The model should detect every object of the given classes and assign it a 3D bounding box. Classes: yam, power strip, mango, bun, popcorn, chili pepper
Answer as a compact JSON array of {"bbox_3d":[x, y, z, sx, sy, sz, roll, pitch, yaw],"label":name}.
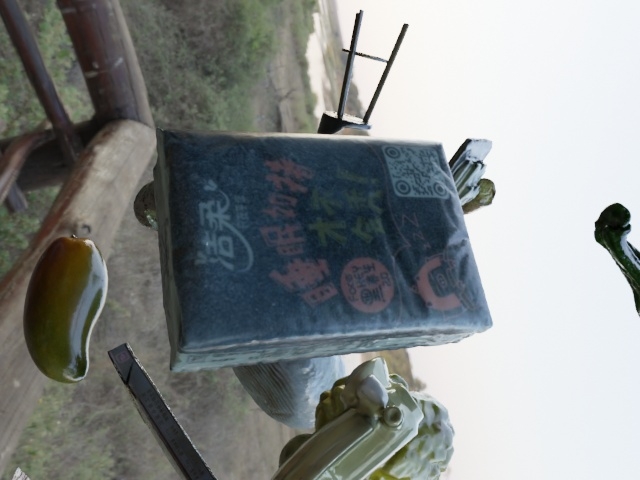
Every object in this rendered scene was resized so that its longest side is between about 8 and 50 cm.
[{"bbox_3d":[-0.370,-0.087,1.536,0.254,0.154,0.153,12,-60,53],"label":"yam"},{"bbox_3d":[0.285,-0.109,1.239,0.064,0.213,0.198,43,28,18],"label":"power strip"},{"bbox_3d":[-0.503,0.130,1.186,0.146,0.129,0.289,26,56,-35],"label":"mango"},{"bbox_3d":[-0.077,0.254,1.400,0.362,0.211,0.361,30,-45,34],"label":"bun"},{"bbox_3d":[0.079,0.323,0.939,0.206,0.252,0.236,35,-43,33],"label":"popcorn"},{"bbox_3d":[0.480,0.065,0.883,0.256,0.074,0.100,58,6,13],"label":"chili pepper"},{"bbox_3d":[0.300,-0.077,1.427,0.300,0.066,0.066,154,-73,-65],"label":"yam"}]

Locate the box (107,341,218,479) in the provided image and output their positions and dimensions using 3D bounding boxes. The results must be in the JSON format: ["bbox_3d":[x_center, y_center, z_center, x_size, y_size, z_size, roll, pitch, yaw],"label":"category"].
[{"bbox_3d":[-0.282,0.352,1.114,0.325,0.047,0.180,44,-28,29],"label":"box"}]

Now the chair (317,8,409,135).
[{"bbox_3d":[0.070,-0.277,1.042,0.104,0.095,0.221,-79,-173,-72],"label":"chair"}]

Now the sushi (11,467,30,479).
[{"bbox_3d":[-0.473,0.491,0.944,0.192,0.051,0.215,104,-1,-53],"label":"sushi"}]

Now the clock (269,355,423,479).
[{"bbox_3d":[0.065,0.244,0.409,0.276,0.379,0.120,-61,167,-16],"label":"clock"}]

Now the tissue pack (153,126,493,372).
[{"bbox_3d":[0.000,0.000,0.613,0.103,0.316,0.227,125,-41,-58],"label":"tissue pack"}]
